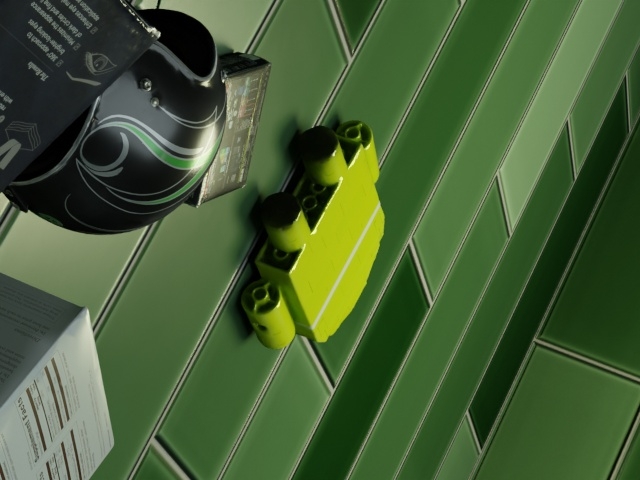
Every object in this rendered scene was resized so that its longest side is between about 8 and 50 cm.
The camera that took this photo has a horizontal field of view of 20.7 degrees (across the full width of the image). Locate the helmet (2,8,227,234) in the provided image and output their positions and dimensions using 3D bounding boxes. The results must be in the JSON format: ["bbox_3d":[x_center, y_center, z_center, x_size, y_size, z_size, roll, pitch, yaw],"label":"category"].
[{"bbox_3d":[-0.146,-0.087,1.213,0.161,0.169,0.169,16,95,-54],"label":"helmet"}]

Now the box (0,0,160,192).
[{"bbox_3d":[-0.204,-0.124,1.051,0.158,0.093,0.156,-44,158,0],"label":"box"}]

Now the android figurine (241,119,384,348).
[{"bbox_3d":[0.000,0.000,1.836,0.248,0.056,0.273,-62,159,-20],"label":"android figurine"}]

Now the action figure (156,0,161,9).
[{"bbox_3d":[-0.086,-0.295,1.305,0.232,0.063,0.137,-54,154,-27],"label":"action figure"}]

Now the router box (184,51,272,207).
[{"bbox_3d":[-0.090,-0.098,1.528,0.092,0.038,0.122,-28,135,-62],"label":"router box"}]

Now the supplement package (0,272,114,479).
[{"bbox_3d":[-0.265,0.121,1.054,0.203,0.194,0.149,-54,154,-36],"label":"supplement package"}]
